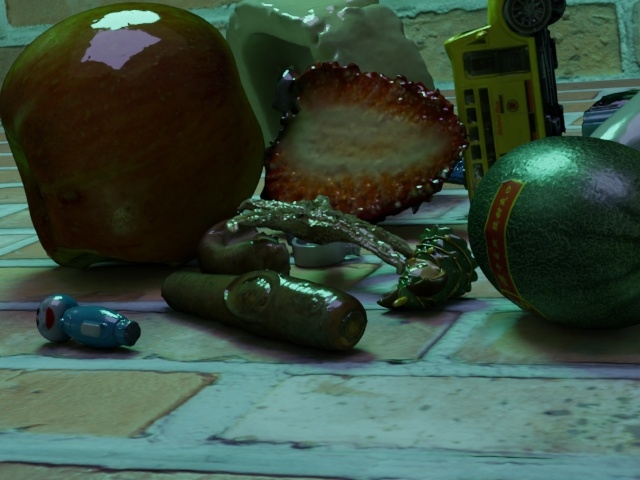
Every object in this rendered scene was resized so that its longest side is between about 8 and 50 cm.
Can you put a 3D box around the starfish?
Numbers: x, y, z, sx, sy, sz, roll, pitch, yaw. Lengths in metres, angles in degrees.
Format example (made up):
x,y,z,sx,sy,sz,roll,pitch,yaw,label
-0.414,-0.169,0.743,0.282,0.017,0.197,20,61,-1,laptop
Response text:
x,y,z,sx,sy,sz,roll,pitch,yaw,label
0.005,-0.014,1.595,0.231,0.048,0.295,20,10,19,starfish

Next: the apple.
x,y,z,sx,sy,sz,roll,pitch,yaw,label
-0.230,-0.125,1.778,0.340,0.339,0.339,-5,11,1,apple

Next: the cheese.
x,y,z,sx,sy,sz,roll,pitch,yaw,label
0.015,-0.233,2.112,0.153,0.332,0.292,-36,16,-33,cheese

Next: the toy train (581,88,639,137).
x,y,z,sx,sy,sz,roll,pitch,yaw,label
0.402,-0.115,1.870,0.107,0.154,0.198,-4,11,21,toy train

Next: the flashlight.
x,y,z,sx,sy,sz,roll,pitch,yaw,label
-0.234,0.083,1.440,0.129,0.051,0.051,6,16,34,flashlight

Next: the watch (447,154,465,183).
x,y,z,sx,sy,sz,roll,pitch,yaw,label
0.153,-0.168,2.257,0.068,0.276,0.274,-42,0,-23,watch

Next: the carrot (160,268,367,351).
x,y,z,sx,sy,sz,roll,pitch,yaw,label
-0.077,0.062,1.438,0.070,0.070,0.342,-14,12,-36,carrot

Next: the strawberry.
x,y,z,sx,sy,sz,roll,pitch,yaw,label
0.070,-0.106,1.897,0.306,0.233,0.138,16,0,30,strawberry

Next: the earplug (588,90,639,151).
x,y,z,sx,sy,sz,roll,pitch,yaw,label
0.405,-0.111,1.690,0.324,0.185,0.185,-36,20,-14,earplug

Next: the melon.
x,y,z,sx,sy,sz,roll,pitch,yaw,label
0.238,-0.010,1.341,0.182,0.182,0.288,-9,12,-17,melon

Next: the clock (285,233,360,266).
x,y,z,sx,sy,sz,roll,pitch,yaw,label
0.000,0.000,1.764,0.087,0.041,0.129,-12,17,-13,clock

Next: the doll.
x,y,z,sx,sy,sz,roll,pitch,yaw,label
0.116,0.048,1.467,0.078,0.076,0.113,-29,22,45,doll

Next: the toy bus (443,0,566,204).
x,y,z,sx,sy,sz,roll,pitch,yaw,label
0.248,-0.186,1.844,0.152,0.330,0.144,-5,10,19,toy bus

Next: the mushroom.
x,y,z,sx,sy,sz,roll,pitch,yaw,label
-0.090,0.020,1.618,0.094,0.072,0.210,-5,11,-16,mushroom
